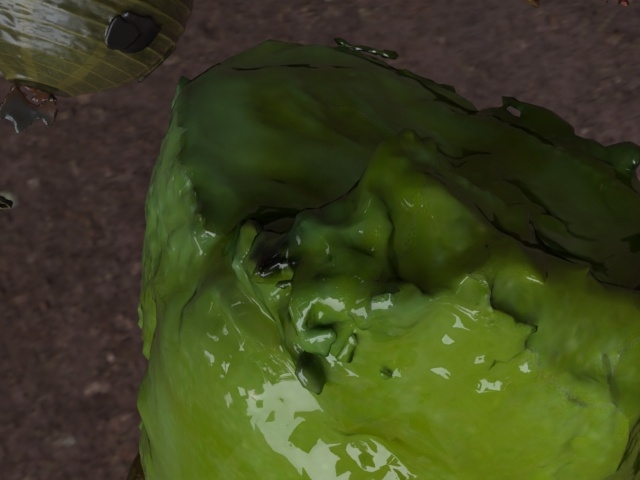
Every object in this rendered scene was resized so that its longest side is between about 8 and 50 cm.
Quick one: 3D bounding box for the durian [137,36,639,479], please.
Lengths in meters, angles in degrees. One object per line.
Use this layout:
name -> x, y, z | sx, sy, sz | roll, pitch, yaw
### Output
durian -> 0.022, 0.049, 0.667 | 0.340, 0.204, 0.256 | 97, 159, -43

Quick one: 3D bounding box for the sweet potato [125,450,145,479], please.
sweet potato -> -0.208, 0.317, 1.951 | 0.077, 0.077, 0.244 | 17, 83, 26

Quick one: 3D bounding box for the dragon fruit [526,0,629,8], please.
dragon fruit -> 0.205, -0.374, 1.577 | 0.225, 0.305, 0.306 | 9, 107, 23

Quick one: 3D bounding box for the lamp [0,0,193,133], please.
lamp -> -0.251, -0.239, 1.596 | 0.250, 0.250, 0.284 | 18, 87, 25

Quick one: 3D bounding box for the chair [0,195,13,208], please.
chair -> -0.376, 0.011, 1.056 | 0.159, 0.325, 0.170 | -25, 57, 43
